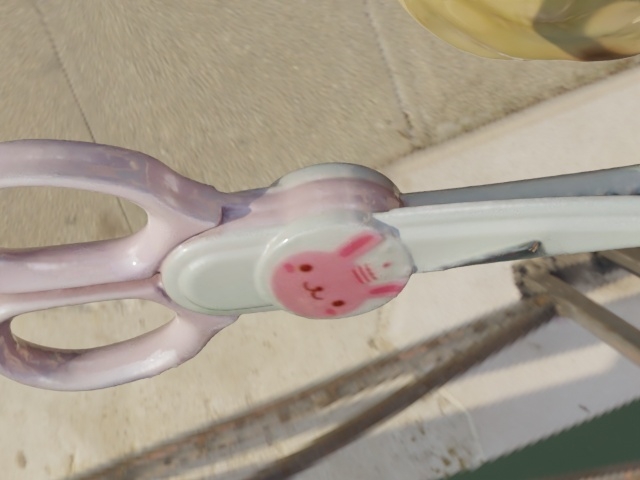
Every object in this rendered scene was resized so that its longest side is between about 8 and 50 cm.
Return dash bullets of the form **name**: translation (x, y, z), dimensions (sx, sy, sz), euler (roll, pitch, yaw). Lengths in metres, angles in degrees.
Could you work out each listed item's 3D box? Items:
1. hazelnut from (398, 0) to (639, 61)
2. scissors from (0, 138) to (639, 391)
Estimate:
- **hazelnut**: translation (0.115, -0.202, 0.621), dimensions (0.241, 0.261, 0.261), euler (5, 100, -11)
- **scissors**: translation (0.000, 0.000, 0.453), dimensions (0.242, 0.030, 0.118), euler (-7, 143, 2)
